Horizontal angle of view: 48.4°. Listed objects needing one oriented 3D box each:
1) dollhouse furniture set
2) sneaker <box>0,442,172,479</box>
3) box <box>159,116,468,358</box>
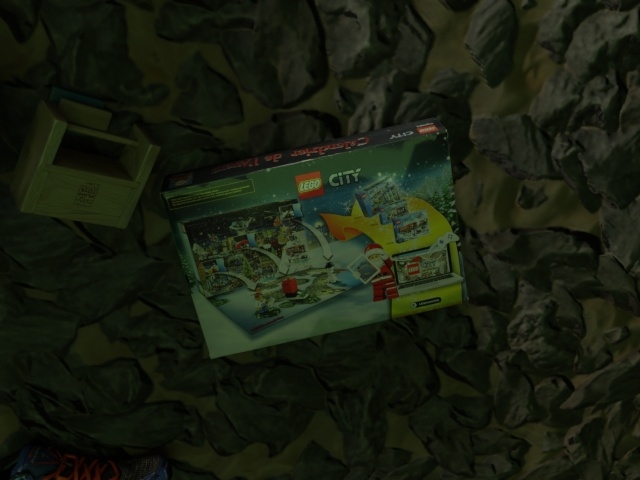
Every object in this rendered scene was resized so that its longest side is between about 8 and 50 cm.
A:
[{"bbox_3d":[-0.246,-0.063,0.531,0.183,0.129,0.129,11,115,-42],"label":"dollhouse furniture set"},{"bbox_3d":[-0.249,0.231,0.660,0.221,0.083,0.087,-9,106,-6],"label":"sneaker"},{"bbox_3d":[0.000,0.000,0.605,0.233,0.044,0.159,-12,114,-1],"label":"box"}]
